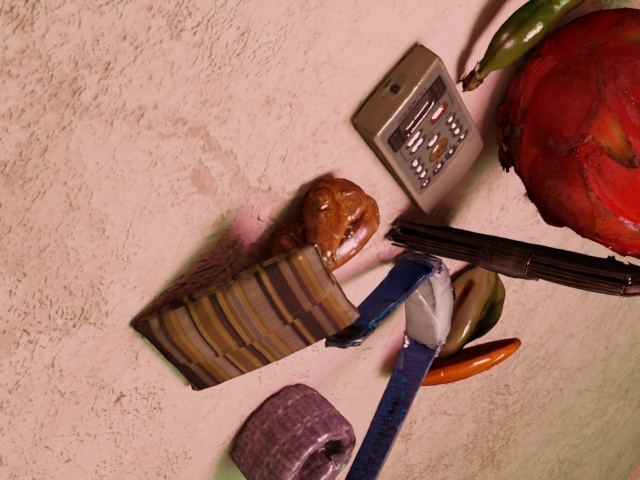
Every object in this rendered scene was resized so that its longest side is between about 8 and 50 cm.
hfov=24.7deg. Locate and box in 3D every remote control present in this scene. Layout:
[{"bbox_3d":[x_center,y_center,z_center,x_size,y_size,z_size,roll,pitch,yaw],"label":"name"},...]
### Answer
[{"bbox_3d":[0.124,-0.119,1.693,0.123,0.038,0.285,-49,154,-4],"label":"remote control"}]

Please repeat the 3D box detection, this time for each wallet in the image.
[{"bbox_3d":[0.257,0.024,1.796,0.169,0.317,0.044,1,101,-59],"label":"wallet"}]

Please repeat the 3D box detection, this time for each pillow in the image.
[{"bbox_3d":[-0.074,0.087,1.578,0.212,0.052,0.208,-24,154,4],"label":"pillow"}]

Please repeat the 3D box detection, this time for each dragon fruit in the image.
[{"bbox_3d":[0.380,-0.131,1.804,0.295,0.301,0.296,-44,162,-19],"label":"dragon fruit"}]

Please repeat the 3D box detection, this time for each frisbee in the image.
[{"bbox_3d":[0.196,0.181,2.079,0.192,0.035,0.192,-17,180,0],"label":"frisbee"}]

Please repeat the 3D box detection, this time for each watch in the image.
[{"bbox_3d":[0.091,0.173,1.855,0.274,0.068,0.276,-46,143,-51],"label":"watch"}]

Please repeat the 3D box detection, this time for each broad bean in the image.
[{"bbox_3d":[0.278,-0.278,1.699,0.292,0.049,0.144,-39,175,-24],"label":"broad bean"},{"bbox_3d":[0.209,0.103,2.101,0.153,0.072,0.206,-58,165,21],"label":"broad bean"}]

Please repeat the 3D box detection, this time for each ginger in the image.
[{"bbox_3d":[0.000,0.000,1.612,0.162,0.073,0.103,-45,153,-8],"label":"ginger"}]

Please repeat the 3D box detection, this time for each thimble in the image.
[{"bbox_3d":[-0.033,0.266,1.882,0.150,0.098,0.150,-36,150,-25],"label":"thimble"}]

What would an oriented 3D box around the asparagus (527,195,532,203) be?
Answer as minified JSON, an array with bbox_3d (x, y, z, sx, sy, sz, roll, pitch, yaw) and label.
[{"bbox_3d":[0.354,-0.120,2.054,0.178,0.045,0.041,-57,-174,12],"label":"asparagus"}]
